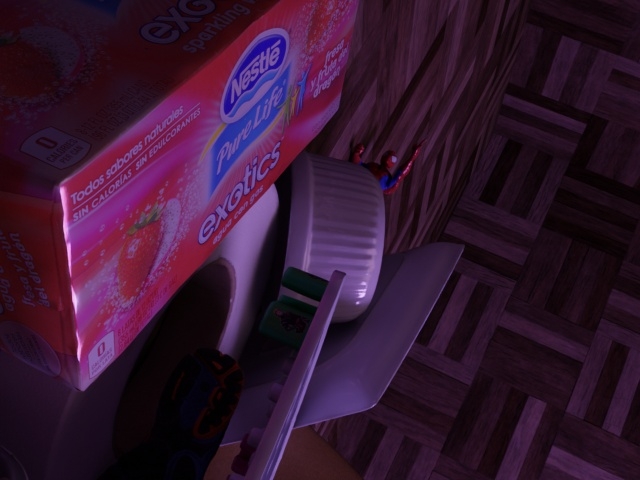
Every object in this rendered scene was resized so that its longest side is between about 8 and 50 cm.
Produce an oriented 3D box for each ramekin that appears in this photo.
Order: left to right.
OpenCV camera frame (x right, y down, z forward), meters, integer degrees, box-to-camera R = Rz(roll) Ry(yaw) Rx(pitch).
[{"bbox_3d":[0.000,0.000,0.952,0.207,0.109,0.207,-174,-90,-79],"label":"ramekin"}]

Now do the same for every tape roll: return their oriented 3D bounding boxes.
[{"bbox_3d":[-0.159,0.098,0.772,0.392,0.072,0.392,-59,165,-27],"label":"tape roll"}]

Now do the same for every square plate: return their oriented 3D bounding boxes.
[{"bbox_3d":[-0.013,0.124,1.062,0.344,0.049,0.347,-23,-163,36],"label":"square plate"}]

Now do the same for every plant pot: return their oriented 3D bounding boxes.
[{"bbox_3d":[-0.066,0.353,1.193,0.237,0.254,0.237,-59,167,-24],"label":"plant pot"}]

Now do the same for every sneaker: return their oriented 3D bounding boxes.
[{"bbox_3d":[-0.134,0.204,0.731,0.221,0.083,0.087,-55,167,-33],"label":"sneaker"}]

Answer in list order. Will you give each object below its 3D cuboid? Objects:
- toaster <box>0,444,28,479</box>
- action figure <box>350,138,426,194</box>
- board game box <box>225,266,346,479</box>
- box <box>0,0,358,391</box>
[{"bbox_3d":[-0.256,0.209,0.460,0.227,0.129,0.146,-56,166,-35],"label":"toaster"},{"bbox_3d":[0.071,-0.090,1.299,0.280,0.091,0.139,-52,170,-47],"label":"action figure"},{"bbox_3d":[-0.096,0.266,0.689,0.390,0.050,0.390,106,7,-50],"label":"board game box"},{"bbox_3d":[-0.106,-0.088,0.472,0.300,0.154,0.142,-52,161,-43],"label":"box"}]
